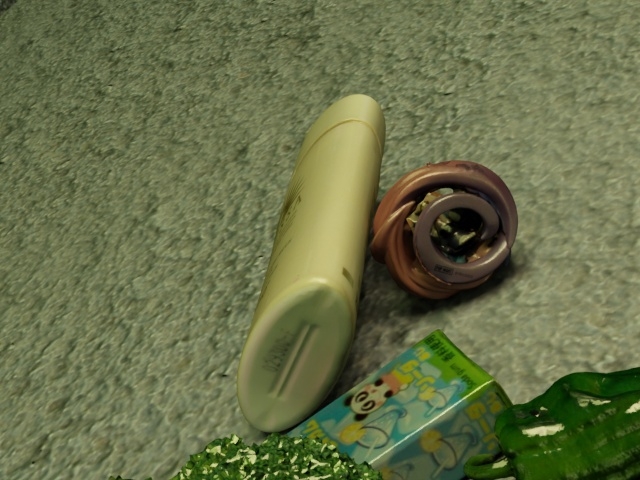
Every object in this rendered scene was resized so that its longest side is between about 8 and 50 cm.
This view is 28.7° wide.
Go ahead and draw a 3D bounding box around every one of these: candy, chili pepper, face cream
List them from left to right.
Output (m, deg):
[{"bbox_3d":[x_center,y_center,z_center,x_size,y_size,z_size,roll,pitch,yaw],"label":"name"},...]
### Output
[{"bbox_3d":[0.000,0.000,1.128,0.348,0.081,0.173,-77,10,-54],"label":"face cream"},{"bbox_3d":[0.041,0.154,0.912,0.194,0.062,0.097,-34,29,-6],"label":"candy"},{"bbox_3d":[0.215,0.104,0.828,0.257,0.074,0.100,-25,32,-3],"label":"chili pepper"}]

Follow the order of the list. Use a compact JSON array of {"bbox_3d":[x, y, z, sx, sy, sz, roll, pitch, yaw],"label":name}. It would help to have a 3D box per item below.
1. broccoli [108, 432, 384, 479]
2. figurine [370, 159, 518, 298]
[{"bbox_3d":[-0.036,0.242,0.698,0.241,0.261,0.269,-89,20,-84],"label":"broccoli"},{"bbox_3d":[0.095,-0.004,1.094,0.157,0.126,0.114,158,120,-70],"label":"figurine"}]
